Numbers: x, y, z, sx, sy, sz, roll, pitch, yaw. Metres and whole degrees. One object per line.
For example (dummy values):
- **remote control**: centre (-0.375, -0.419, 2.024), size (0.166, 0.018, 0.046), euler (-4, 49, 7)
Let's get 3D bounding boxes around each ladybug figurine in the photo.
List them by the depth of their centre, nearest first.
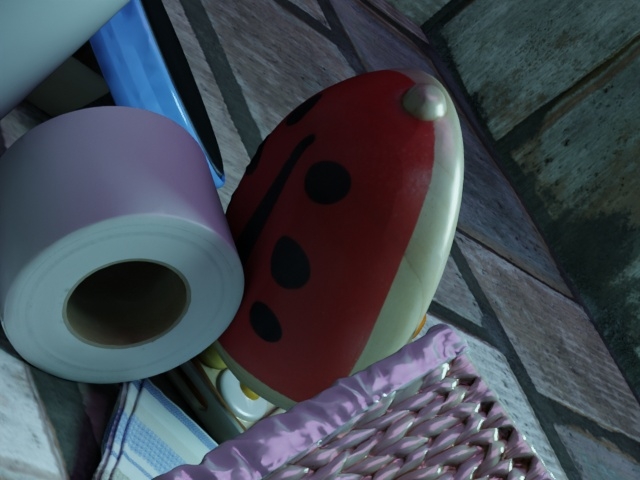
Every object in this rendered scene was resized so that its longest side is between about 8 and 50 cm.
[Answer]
- **ladybug figurine**: centre (0.000, 0.000, 1.576), size (0.162, 0.449, 0.305), euler (7, 42, -25)

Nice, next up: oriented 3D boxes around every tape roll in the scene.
- **tape roll**: centre (-0.214, 0.007, 1.546), size (0.246, 0.246, 0.169), euler (32, 26, -42)

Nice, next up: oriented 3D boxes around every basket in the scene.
- **basket**: centre (0.010, 0.298, 1.203), size (0.331, 0.328, 0.266), euler (-26, 69, -31)

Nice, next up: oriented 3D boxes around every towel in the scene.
- **towel**: centre (-0.150, 0.273, 1.522), size (0.209, 0.034, 0.285), euler (45, 21, -19)

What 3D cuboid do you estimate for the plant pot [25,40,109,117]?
- **plant pot**: centre (-0.338, -0.223, 1.913), size (0.109, 0.096, 0.109), euler (35, 24, -40)

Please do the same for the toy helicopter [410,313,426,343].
- **toy helicopter**: centre (0.112, 0.236, 2.004), size (0.355, 0.140, 0.235), euler (46, 39, 20)

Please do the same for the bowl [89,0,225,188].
- **bowl**: centre (-0.225, -0.229, 1.978), size (0.391, 0.077, 0.391), euler (-21, 90, -88)

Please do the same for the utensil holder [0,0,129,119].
- **utensil holder**: centre (-0.378, -0.281, 1.488), size (0.327, 0.385, 0.327), euler (44, 20, -21)

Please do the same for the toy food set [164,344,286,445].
- **toy food set**: centre (-0.084, 0.117, 1.805), size (0.219, 0.092, 0.306), euler (52, 30, 4)
